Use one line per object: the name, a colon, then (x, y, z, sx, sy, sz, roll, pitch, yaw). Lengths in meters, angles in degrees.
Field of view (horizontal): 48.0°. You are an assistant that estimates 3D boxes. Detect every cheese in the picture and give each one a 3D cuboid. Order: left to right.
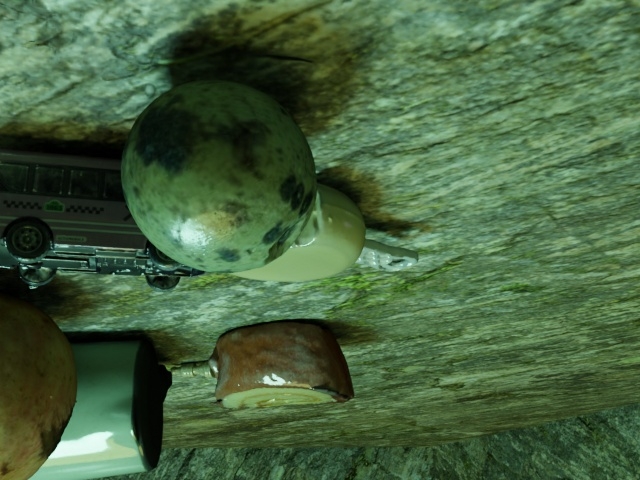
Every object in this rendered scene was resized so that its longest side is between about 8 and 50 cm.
cheese: (-0.012, 0.007, 0.779, 0.163, 0.071, 0.248, -15, 156, 28)

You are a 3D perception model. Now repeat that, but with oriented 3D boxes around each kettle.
kettle: (-0.468, 0.291, 1.263, 0.376, 0.250, 0.361, -4, 179, -3)

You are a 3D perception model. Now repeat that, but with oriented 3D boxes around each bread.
bread: (-0.075, 0.220, 1.239, 0.244, 0.123, 0.190, -7, 156, 10)

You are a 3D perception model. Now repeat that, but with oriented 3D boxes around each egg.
egg: (-0.071, -0.044, 0.547, 0.141, 0.141, 0.181, -8, 168, 13)

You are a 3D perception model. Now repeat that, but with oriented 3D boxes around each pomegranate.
pomegranate: (-0.487, 0.203, 0.945, 0.321, 0.323, 0.322, -3, 158, -1)

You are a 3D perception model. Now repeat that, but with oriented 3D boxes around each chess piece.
chess piece: (-0.256, 0.259, 1.436, 0.092, 0.035, 0.035, -5, 159, 15)

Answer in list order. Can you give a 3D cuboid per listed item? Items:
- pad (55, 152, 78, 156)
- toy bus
pad: (-0.340, -0.042, 0.700, 0.245, 0.006, 0.170, -2, 159, -3)
toy bus: (-0.194, -0.019, 0.636, 0.198, 0.108, 0.096, 3, 161, -15)
